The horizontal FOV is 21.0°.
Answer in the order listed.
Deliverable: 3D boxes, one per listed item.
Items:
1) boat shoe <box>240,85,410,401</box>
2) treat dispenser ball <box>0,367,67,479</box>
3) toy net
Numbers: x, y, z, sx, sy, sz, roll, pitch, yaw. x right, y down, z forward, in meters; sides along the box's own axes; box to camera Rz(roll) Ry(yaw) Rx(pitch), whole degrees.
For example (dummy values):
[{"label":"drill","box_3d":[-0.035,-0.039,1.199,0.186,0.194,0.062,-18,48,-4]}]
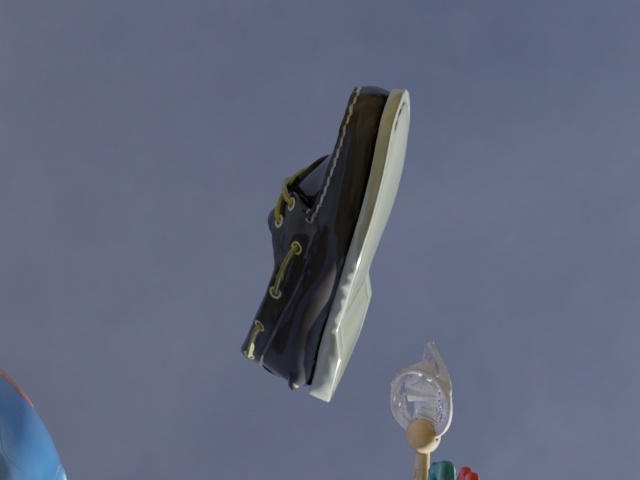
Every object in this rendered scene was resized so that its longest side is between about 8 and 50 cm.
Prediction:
[{"label":"boat shoe","box_3d":[0.000,0.000,1.015,0.068,0.228,0.081,20,-141,8]},{"label":"treat dispenser ball","box_3d":[-0.301,0.186,1.083,0.288,0.288,0.288,4,-103,-17]},{"label":"toy net","box_3d":[0.079,0.173,1.326,0.045,0.122,0.232,7,-124,-14]}]
